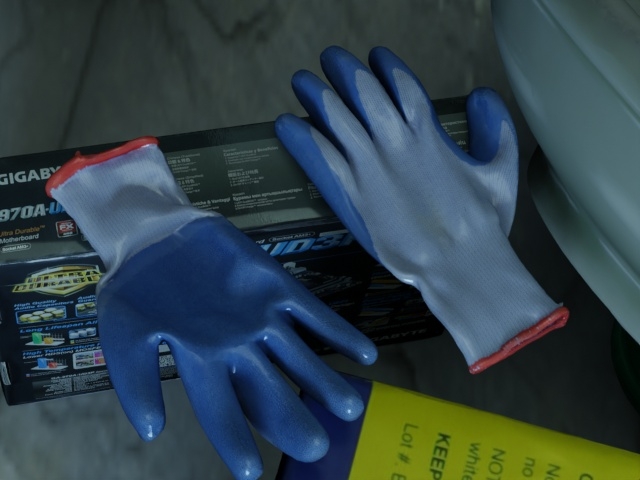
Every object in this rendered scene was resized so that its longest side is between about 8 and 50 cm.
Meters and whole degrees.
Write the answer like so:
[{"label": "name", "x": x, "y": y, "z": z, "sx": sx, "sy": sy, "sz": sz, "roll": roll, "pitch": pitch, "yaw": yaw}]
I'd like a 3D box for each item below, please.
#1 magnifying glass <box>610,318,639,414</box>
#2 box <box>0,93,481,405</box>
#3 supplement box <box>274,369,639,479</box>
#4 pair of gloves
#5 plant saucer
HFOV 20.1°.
[{"label": "magnifying glass", "x": 0.239, "y": 0.102, "z": 0.881, "sx": 0.231, "sy": 0.026, "sz": 0.092, "roll": 43, "pitch": 68, "yaw": 13}, {"label": "box", "x": -0.040, "y": 0.009, "z": 0.804, "sx": 0.220, "sy": 0.175, "sz": 0.051, "roll": -9, "pitch": 68, "yaw": -9}, {"label": "supplement box", "x": 0.132, "y": 0.213, "z": 0.726, "sx": 0.357, "sy": 0.195, "sz": 0.194, "roll": 16, "pitch": 66, "yaw": 1}, {"label": "pair of gloves", "x": 0.000, "y": 0.000, "z": 0.694, "sx": 0.198, "sy": 0.023, "sz": 0.159, "roll": -26, "pitch": 64, "yaw": -18}, {"label": "plant saucer", "x": 0.198, "y": 0.007, "z": 0.775, "sx": 0.400, "sy": 0.400, "sz": 0.100, "roll": 47, "pitch": 108, "yaw": 13}]
